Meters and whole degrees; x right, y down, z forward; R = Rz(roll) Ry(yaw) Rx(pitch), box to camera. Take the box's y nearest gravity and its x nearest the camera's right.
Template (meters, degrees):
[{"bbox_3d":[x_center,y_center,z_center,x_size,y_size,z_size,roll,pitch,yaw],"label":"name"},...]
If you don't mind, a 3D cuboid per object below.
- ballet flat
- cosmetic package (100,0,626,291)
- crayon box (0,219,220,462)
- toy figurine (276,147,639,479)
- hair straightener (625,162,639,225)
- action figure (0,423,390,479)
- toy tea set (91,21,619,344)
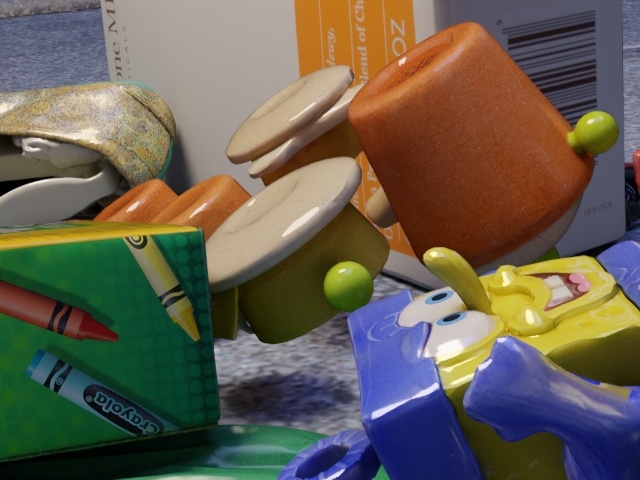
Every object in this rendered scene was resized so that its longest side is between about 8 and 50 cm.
[{"bbox_3d":[-0.285,-0.052,0.990,0.348,0.123,0.123,-5,17,6],"label":"ballet flat"},{"bbox_3d":[0.006,-0.134,0.956,0.161,0.230,0.453,-16,20,-31],"label":"cosmetic package"},{"bbox_3d":[-0.166,0.038,0.583,0.165,0.081,0.278,-7,3,-21],"label":"crayon box"},{"bbox_3d":[0.094,0.077,0.410,0.217,0.191,0.362,-18,16,4],"label":"toy figurine"},{"bbox_3d":[0.221,-0.043,0.915,0.230,0.047,0.089,8,21,35],"label":"hair straightener"},{"bbox_3d":[-0.052,0.108,0.480,0.232,0.064,0.137,-1,16,-4],"label":"action figure"},{"bbox_3d":[0.000,0.000,0.666,0.200,0.124,0.336,-42,16,-18],"label":"toy tea set"}]
